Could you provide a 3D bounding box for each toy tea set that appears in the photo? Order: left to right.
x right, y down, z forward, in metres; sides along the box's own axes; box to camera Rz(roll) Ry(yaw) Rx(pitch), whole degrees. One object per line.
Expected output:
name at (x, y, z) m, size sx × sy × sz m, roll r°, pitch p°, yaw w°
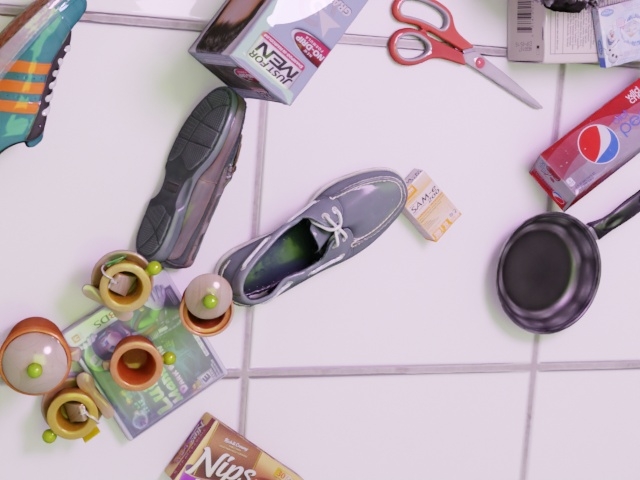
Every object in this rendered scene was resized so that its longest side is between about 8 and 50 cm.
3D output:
toy tea set at (-0.275, 0.136, 1.781) m, size 0.336 × 0.124 × 0.200 m, roll -38°, pitch 109°, yaw 1°

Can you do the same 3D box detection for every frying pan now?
frying pan at (0.391, -0.004, 2.119) m, size 0.197 × 0.053 × 0.326 m, roll 34°, pitch 83°, yaw -24°

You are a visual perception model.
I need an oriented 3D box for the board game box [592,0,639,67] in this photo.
board game box at (0.454, -0.312, 1.992) m, size 0.090 × 0.020 × 0.090 m, roll -16°, pitch 105°, yaw -19°

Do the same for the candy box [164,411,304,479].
candy box at (-0.123, 0.348, 1.957) m, size 0.186 × 0.053 × 0.109 m, roll 39°, pitch 83°, yaw -25°

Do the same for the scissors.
scissors at (0.231, -0.288, 2.022) m, size 0.297 × 0.021 × 0.109 m, roll 15°, pitch 90°, yaw -23°

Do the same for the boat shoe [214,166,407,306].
boat shoe at (0.000, 0.000, 1.917) m, size 0.319 × 0.099 × 0.116 m, roll -30°, pitch 107°, yaw -10°

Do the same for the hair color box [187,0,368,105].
hair color box at (-0.005, -0.368, 1.819) m, size 0.113 × 0.185 × 0.374 m, roll 39°, pitch 83°, yaw -24°

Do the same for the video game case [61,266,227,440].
video game case at (-0.248, 0.161, 1.890) m, size 0.173 × 0.022 × 0.190 m, roll -34°, pitch 110°, yaw -14°

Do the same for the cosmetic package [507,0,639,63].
cosmetic package at (0.449, -0.355, 2.054) m, size 0.309 × 0.113 × 0.160 m, roll -4°, pitch 100°, yaw -23°

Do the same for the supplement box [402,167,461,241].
supplement box at (0.159, -0.053, 2.020) m, size 0.062 × 0.036 × 0.098 m, roll -48°, pitch 112°, yaw -10°

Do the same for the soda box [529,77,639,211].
soda box at (0.458, -0.163, 2.089) m, size 0.263 × 0.083 × 0.092 m, roll -36°, pitch 78°, yaw -14°

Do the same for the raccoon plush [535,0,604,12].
raccoon plush at (0.335, -0.499, 1.804) m, size 0.446 × 0.299 × 0.216 m, roll 32°, pitch 64°, yaw -7°

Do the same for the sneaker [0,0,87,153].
sneaker at (-0.390, -0.198, 1.732) m, size 0.121 × 0.108 × 0.302 m, roll 40°, pitch 90°, yaw -24°

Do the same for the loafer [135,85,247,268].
loafer at (-0.168, -0.085, 1.860) m, size 0.084 × 0.096 × 0.267 m, roll 23°, pitch 96°, yaw -43°
